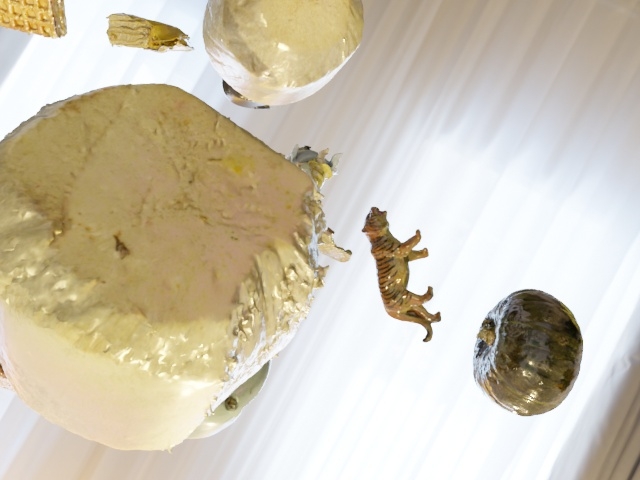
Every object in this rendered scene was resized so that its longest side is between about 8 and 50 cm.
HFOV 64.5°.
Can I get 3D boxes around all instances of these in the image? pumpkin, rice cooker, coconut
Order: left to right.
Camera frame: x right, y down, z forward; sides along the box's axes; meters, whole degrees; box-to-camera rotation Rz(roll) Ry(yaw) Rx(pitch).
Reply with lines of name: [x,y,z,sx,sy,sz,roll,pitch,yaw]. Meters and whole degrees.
coconut: [-0.153,0.038,0.496,0.297,0.298,0.309,29,142,-4]
rice cooker: [-0.196,-0.475,1.547,0.202,0.142,0.118,-3,-175,-22]
coconut: [-0.075,-0.418,0.999,0.328,0.329,0.329,28,176,2]
pumpkin: [0.346,0.189,0.873,0.157,0.224,0.224,22,175,5]

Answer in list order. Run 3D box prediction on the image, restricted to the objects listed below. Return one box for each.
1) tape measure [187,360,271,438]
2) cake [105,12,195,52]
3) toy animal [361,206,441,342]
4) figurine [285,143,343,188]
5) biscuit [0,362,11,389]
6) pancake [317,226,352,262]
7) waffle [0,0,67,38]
tape measure: [-0.182,0.147,0.726,0.243,0.125,0.246,12,-134,-29]
cake: [-0.356,-0.440,1.071,0.184,0.080,0.116,16,-152,36]
toy animal: [0.137,0.055,0.855,0.099,0.241,0.056,-12,177,20]
figurine: [-0.029,-0.209,1.534,0.128,0.208,0.184,101,152,-55]
biscuit: [-0.650,0.260,1.033,0.277,0.052,0.262,-5,145,35]
pancake: [0.000,0.000,1.616,0.211,0.029,0.235,14,155,40]
waffle: [-0.497,-0.395,0.827,0.147,0.042,0.102,13,136,-7]
